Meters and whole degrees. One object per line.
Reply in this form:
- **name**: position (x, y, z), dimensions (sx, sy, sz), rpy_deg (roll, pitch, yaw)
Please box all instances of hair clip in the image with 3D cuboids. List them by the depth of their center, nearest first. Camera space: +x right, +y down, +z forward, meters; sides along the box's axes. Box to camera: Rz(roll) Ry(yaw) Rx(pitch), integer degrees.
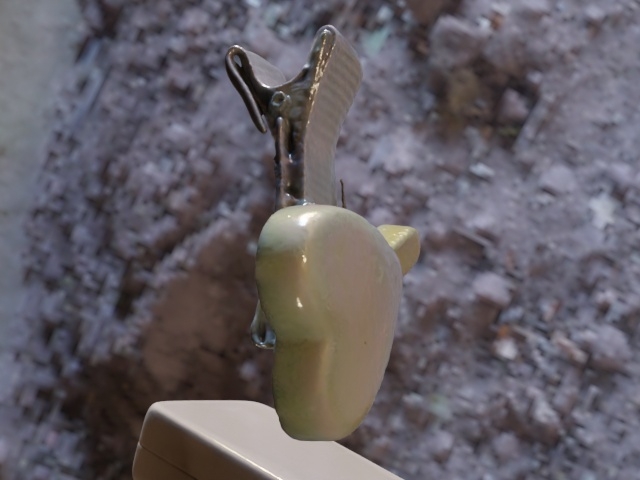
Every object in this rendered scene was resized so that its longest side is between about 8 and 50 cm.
- **hair clip**: position (0.003, 0.001, 0.934), dimensions (0.071, 0.159, 0.218), rpy_deg (-12, 68, 25)

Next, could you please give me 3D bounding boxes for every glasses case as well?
- **glasses case**: position (-0.002, 0.222, 1.450), dimensions (0.336, 0.144, 0.076), rpy_deg (24, 104, 45)
